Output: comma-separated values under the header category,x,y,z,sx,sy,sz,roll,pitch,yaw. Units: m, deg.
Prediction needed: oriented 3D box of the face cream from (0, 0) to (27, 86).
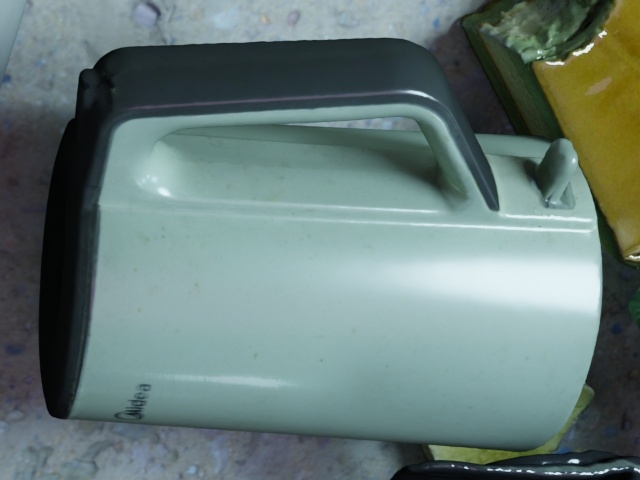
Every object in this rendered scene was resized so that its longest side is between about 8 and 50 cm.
category,x,y,z,sx,sy,sz,roll,pitch,yaw
face cream,-0.269,-0.110,0.920,0.077,0.077,0.250,14,106,-23

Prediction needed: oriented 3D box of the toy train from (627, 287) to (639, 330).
category,x,y,z,sx,sy,sz,roll,pitch,yaw
toy train,0.438,0.143,1.108,0.179,0.272,0.442,-41,132,-4

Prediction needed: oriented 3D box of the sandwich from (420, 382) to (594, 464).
category,x,y,z,sx,sy,sz,roll,pitch,yaw
sandwich,0.134,0.175,1.186,0.162,0.058,0.193,26,104,-23

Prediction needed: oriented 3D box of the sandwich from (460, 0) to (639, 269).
category,x,y,z,sx,sy,sz,roll,pitch,yaw
sandwich,0.210,-0.117,1.032,0.198,0.155,0.227,19,106,-22

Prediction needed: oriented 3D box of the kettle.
category,x,y,z,sx,sy,sz,roll,pitch,yaw
kettle,0.000,0.000,0.931,0.377,0.250,0.361,4,145,-16

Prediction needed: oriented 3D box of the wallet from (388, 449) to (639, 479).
category,x,y,z,sx,sy,sz,roll,pitch,yaw
wallet,0.202,0.213,1.088,0.323,0.247,0.041,3,70,-9
